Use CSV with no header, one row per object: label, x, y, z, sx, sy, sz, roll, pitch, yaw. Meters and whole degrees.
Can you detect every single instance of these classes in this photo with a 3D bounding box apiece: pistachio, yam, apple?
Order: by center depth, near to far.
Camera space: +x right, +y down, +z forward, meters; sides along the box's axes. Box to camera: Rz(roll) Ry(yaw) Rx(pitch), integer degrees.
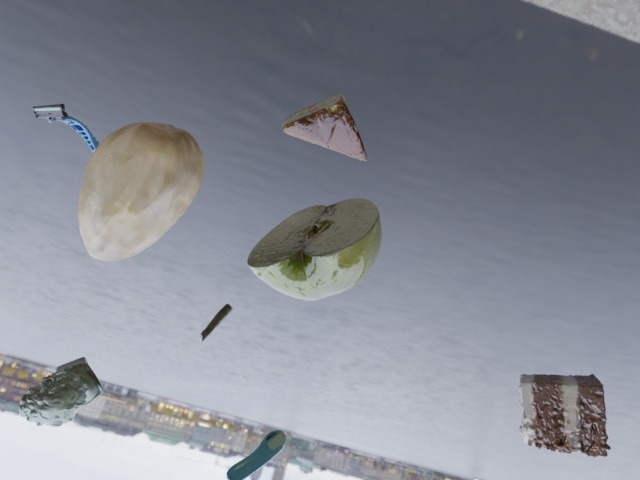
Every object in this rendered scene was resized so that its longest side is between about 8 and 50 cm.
pistachio,-0.278,-0.078,0.756,0.157,0.229,0.157,33,-178,-1
apple,0.000,0.000,1.411,0.320,0.360,0.311,29,123,2
yam,-0.301,0.234,1.422,0.027,0.129,0.033,31,146,15

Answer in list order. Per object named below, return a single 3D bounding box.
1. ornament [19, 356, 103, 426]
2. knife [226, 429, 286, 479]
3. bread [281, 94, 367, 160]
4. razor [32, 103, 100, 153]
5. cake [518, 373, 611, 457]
ornament,-0.613,0.365,1.219,0.130,0.120,0.285,-22,-178,-7
knife,-0.180,0.619,1.429,0.064,0.222,0.031,46,130,18
bread,0.015,-0.135,0.568,0.109,0.043,0.062,19,118,-13
razor,-0.383,-0.135,0.871,0.082,0.042,0.253,5,140,33
cake,0.455,0.324,0.948,0.147,0.135,0.135,-1,174,20
